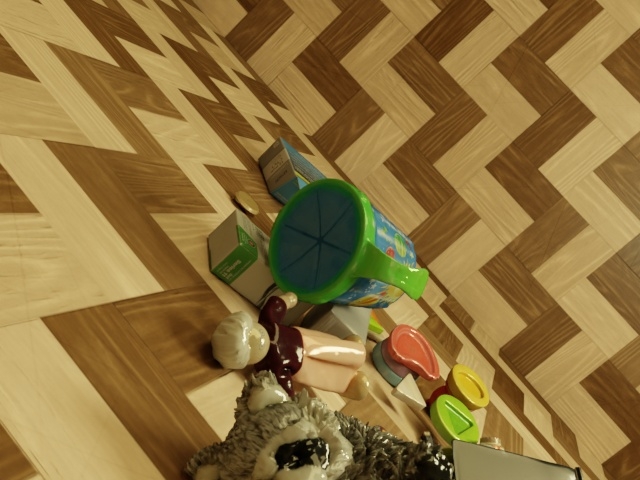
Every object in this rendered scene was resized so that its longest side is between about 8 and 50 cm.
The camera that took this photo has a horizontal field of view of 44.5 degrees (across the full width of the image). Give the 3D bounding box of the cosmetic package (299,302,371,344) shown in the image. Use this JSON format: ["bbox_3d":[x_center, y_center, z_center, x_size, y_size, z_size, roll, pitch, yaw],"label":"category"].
[{"bbox_3d":[0.025,0.179,1.585,0.107,0.127,0.238,46,11,-1],"label":"cosmetic package"}]

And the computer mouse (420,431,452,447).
[{"bbox_3d":[0.295,0.494,1.726,0.193,0.042,0.106,35,12,-27],"label":"computer mouse"}]

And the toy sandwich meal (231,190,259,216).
[{"bbox_3d":[-0.186,-0.088,1.935,0.085,0.029,0.085,42,18,-17],"label":"toy sandwich meal"}]

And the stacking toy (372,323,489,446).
[{"bbox_3d":[0.241,0.370,1.845,0.309,0.130,0.279,38,30,-9],"label":"stacking toy"}]

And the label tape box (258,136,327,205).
[{"bbox_3d":[-0.046,-0.136,2.364,0.249,0.115,0.348,40,17,-31],"label":"label tape box"}]

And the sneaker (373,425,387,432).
[{"bbox_3d":[0.150,0.398,1.423,0.069,0.084,0.185,38,16,-37],"label":"sneaker"}]

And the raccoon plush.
[{"bbox_3d":[-0.028,0.308,1.070,0.299,0.216,0.446,32,-15,-6],"label":"raccoon plush"}]

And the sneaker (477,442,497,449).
[{"bbox_3d":[0.337,0.562,1.541,0.146,0.102,0.293,-36,104,-43],"label":"sneaker"}]

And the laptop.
[{"bbox_3d":[0.387,0.616,1.403,0.408,0.236,0.382,73,15,-45],"label":"laptop"}]

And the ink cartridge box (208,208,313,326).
[{"bbox_3d":[-0.119,0.058,1.562,0.208,0.087,0.153,42,14,-26],"label":"ink cartridge box"}]

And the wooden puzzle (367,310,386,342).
[{"bbox_3d":[0.082,0.160,2.023,0.221,0.044,0.239,31,20,-51],"label":"wooden puzzle"}]

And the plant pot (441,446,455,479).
[{"bbox_3d":[0.271,0.483,1.613,0.079,0.083,0.083,55,6,-36],"label":"plant pot"}]

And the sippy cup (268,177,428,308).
[{"bbox_3d":[0.059,0.027,1.483,0.224,0.240,0.305,24,35,-45],"label":"sippy cup"}]

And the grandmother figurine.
[{"bbox_3d":[-0.050,0.182,1.309,0.342,0.104,0.208,20,47,-49],"label":"grandmother figurine"}]

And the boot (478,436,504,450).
[{"bbox_3d":[0.382,0.498,1.757,0.158,0.059,0.085,56,33,-61],"label":"boot"}]
